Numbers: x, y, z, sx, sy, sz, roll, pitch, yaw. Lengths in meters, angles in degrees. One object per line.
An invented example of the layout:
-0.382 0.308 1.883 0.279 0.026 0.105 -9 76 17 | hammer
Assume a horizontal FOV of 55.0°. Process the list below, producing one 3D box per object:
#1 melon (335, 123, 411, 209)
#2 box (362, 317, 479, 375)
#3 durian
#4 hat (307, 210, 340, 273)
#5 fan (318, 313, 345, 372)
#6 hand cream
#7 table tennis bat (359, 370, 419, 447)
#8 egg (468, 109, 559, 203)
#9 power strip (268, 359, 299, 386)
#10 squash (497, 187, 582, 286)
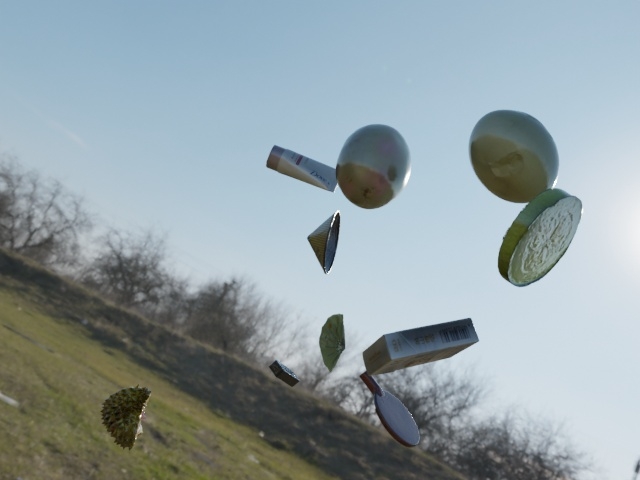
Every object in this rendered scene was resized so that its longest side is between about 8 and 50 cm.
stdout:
0.161 -0.226 1.851 0.223 0.317 0.223 7 -55 10 | melon
0.231 0.249 1.439 0.233 0.067 0.149 -8 -25 -20 | box
-0.559 0.514 1.789 0.182 0.132 0.165 -32 -91 44 | durian
0.000 0.000 1.814 0.082 0.192 0.193 10 -21 11 | hat
0.043 0.374 2.274 0.009 0.240 0.131 -5 22 -44 | fan
-0.054 -0.235 2.036 0.248 0.133 0.083 20 -48 1 | hand cream
0.248 0.600 2.202 0.310 0.038 0.200 52 21 17 | table tennis bat
0.515 -0.223 1.642 0.269 0.219 0.219 48 -18 -3 | egg
-0.089 0.328 1.512 0.038 0.029 0.111 49 -2 36 | power strip
0.443 -0.002 1.249 0.041 0.219 0.219 43 -5 40 | squash
